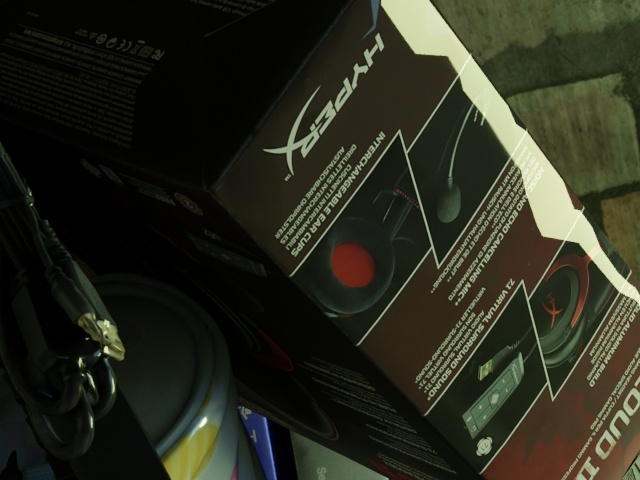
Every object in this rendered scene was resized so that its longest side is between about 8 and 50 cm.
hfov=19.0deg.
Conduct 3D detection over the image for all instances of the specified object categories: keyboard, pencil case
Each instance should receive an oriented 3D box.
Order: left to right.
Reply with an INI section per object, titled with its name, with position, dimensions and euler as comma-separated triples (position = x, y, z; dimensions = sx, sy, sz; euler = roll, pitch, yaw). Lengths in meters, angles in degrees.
[keyboard]
position = -0.104, -0.004, 0.576
dimensions = 0.317, 0.033, 0.201
euler = 58, -13, 20
[pencil case]
position = -0.060, 0.138, 0.778
dimensions = 0.273, 0.113, 0.124
euler = 72, -5, -45

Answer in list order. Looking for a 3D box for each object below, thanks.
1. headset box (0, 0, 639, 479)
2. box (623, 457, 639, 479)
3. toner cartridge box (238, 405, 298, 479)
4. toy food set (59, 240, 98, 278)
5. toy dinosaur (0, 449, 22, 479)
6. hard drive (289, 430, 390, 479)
[headset box]
position = 0.000, 0.000, 0.770
dimensions = 0.218, 0.110, 0.293
euler = 21, -20, 45
[box]
position = 0.163, 0.188, 1.216
dimensions = 0.318, 0.097, 0.395
euler = 58, 13, -23
[toner cartridge box]
position = -0.062, 0.060, 1.111
dimensions = 0.165, 0.075, 0.347
euler = 61, 18, -72
[toy food set]
position = -0.118, 0.022, 0.913
dimensions = 0.132, 0.039, 0.192
euler = 81, -4, -50
[toy dinosaur]
position = -0.128, 0.078, 0.584
dimensions = 0.118, 0.064, 0.268
euler = -79, 158, -65
[hard drive]
position = 0.010, 0.078, 1.108
dimensions = 0.172, 0.054, 0.254
euler = 66, 13, -65
